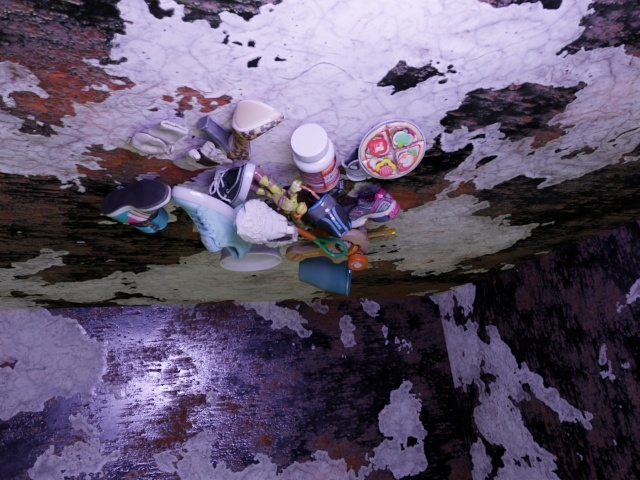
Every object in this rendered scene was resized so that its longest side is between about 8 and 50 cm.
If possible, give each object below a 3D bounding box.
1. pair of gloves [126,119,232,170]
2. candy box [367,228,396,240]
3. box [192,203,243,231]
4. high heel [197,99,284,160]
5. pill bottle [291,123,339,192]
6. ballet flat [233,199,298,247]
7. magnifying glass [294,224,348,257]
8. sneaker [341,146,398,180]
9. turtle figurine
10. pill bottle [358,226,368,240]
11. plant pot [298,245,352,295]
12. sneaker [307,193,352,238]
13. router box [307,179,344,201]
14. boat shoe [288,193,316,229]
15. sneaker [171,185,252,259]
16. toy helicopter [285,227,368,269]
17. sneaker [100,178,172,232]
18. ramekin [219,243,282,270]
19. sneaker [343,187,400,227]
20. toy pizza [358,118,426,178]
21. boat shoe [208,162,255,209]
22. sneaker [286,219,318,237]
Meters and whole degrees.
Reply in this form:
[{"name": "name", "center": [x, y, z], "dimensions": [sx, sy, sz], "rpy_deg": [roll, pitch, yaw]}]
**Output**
[{"name": "pair of gloves", "center": [-0.387, -0.243, 1.167], "dimensions": [0.204, 0.042, 0.240], "rpy_deg": [-7, 163, 35]}, {"name": "candy box", "center": [0.270, -0.016, 2.128], "dimensions": [0.205, 0.027, 0.105], "rpy_deg": [-8, 165, 4]}, {"name": "box", "center": [-0.381, -0.091, 1.586], "dimensions": [0.170, 0.091, 0.130], "rpy_deg": [1, 160, -21]}, {"name": "high heel", "center": [-0.164, -0.271, 1.107], "dimensions": [0.261, 0.093, 0.186], "rpy_deg": [1, 161, 31]}, {"name": "pill bottle", "center": [-0.014, -0.235, 1.242], "dimensions": [0.121, 0.121, 0.221], "rpy_deg": [-9, 162, 6]}, {"name": "ballet flat", "center": [-0.159, -0.050, 1.440], "dimensions": [0.146, 0.147, 0.409], "rpy_deg": [-10, 174, 9]}, {"name": "magnifying glass", "center": [0.000, 0.000, 1.649], "dimensions": [0.230, 0.026, 0.092], "rpy_deg": [25, 140, -12]}, {"name": "sneaker", "center": [0.170, -0.250, 1.322], "dimensions": [0.228, 0.086, 0.132], "rpy_deg": [-13, 158, 21]}, {"name": "turtle figurine", "center": [-0.127, -0.137, 1.388], "dimensions": [0.217, 0.087, 0.269], "rpy_deg": [32, 162, 0]}, {"name": "pill bottle", "center": [0.199, -0.021, 2.000], "dimensions": [0.043, 0.084, 0.043], "rpy_deg": [-6, 161, -2]}, {"name": "plant pot", "center": [0.028, 0.132, 2.149], "dimensions": [0.255, 0.272, 0.272], "rpy_deg": [6, 162, 7]}, {"name": "sneaker", "center": [0.035, -0.068, 1.466], "dimensions": [0.125, 0.140, 0.341], "rpy_deg": [-41, 180, 7]}, {"name": "router box", "center": [0.019, -0.179, 1.546], "dimensions": [0.092, 0.038, 0.122], "rpy_deg": [1, 160, -24]}, {"name": "boat shoe", "center": [-0.083, -0.104, 1.630], "dimensions": [0.089, 0.105, 0.285], "rpy_deg": [7, 166, 16]}, {"name": "sneaker", "center": [-0.348, -0.043, 1.400], "dimensions": [0.135, 0.150, 0.366], "rpy_deg": [9, 161, 42]}, {"name": "toy helicopter", "center": [0.017, 0.025, 1.757], "dimensions": [0.354, 0.140, 0.235], "rpy_deg": [-11, 143, 15]}, {"name": "sneaker", "center": [-0.562, -0.105, 1.424], "dimensions": [0.295, 0.124, 0.178], "rpy_deg": [-7, 159, 28]}, {"name": "ramekin", "center": [-0.315, 0.038, 1.920], "dimensions": [0.276, 0.135, 0.277], "rpy_deg": [-6, 162, -2]}, {"name": "sneaker", "center": [0.166, -0.133, 1.652], "dimensions": [0.299, 0.121, 0.112], "rpy_deg": [-12, 127, 46]}, {"name": "toy pizza", "center": [0.212, -0.259, 1.255], "dimensions": [0.201, 0.032, 0.201], "rpy_deg": [-3, 133, -4]}, {"name": "boat shoe", "center": [-0.290, -0.176, 1.350], "dimensions": [0.104, 0.113, 0.306], "rpy_deg": [18, 166, -21]}, {"name": "sneaker", "center": [-0.104, -0.046, 1.826], "dimensions": [0.237, 0.086, 0.085], "rpy_deg": [-12, 162, 19]}]
